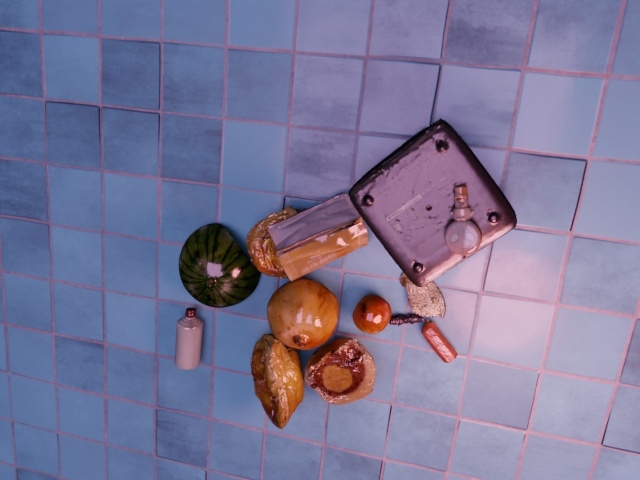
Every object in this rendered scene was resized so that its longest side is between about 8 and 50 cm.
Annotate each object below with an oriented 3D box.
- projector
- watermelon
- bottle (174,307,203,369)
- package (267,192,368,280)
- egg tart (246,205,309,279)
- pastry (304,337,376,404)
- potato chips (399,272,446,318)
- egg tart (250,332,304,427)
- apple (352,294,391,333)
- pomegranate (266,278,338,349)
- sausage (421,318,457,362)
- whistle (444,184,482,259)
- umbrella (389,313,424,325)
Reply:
[{"bbox_3d":[0.353,-0.124,1.638,0.395,0.242,0.405,-36,93,19],"label":"projector"},{"bbox_3d":[-0.409,0.113,1.906,0.330,0.189,0.331,2,98,12],"label":"watermelon"},{"bbox_3d":[-0.526,0.386,2.035,0.104,0.104,0.245,10,106,10],"label":"bottle"},{"bbox_3d":[0.006,0.008,1.718,0.311,0.165,0.221,-23,115,-3],"label":"package"},{"bbox_3d":[-0.119,0.002,1.842,0.296,0.132,0.297,-2,112,-5],"label":"egg tart"},{"bbox_3d":[0.078,0.471,1.893,0.256,0.170,0.237,-34,115,10],"label":"pastry"},{"bbox_3d":[0.365,0.199,1.819,0.209,0.026,0.142,32,95,6],"label":"potato chips"},{"bbox_3d":[-0.161,0.526,1.921,0.152,0.339,0.352,-9,75,-24],"label":"egg tart"},{"bbox_3d":[0.181,0.262,1.822,0.146,0.146,0.147,3,104,12],"label":"apple"},{"bbox_3d":[-0.064,0.264,1.813,0.264,0.264,0.265,3,104,12],"label":"pomegranate"},{"bbox_3d":[0.421,0.360,1.832,0.065,0.065,0.169,-37,93,18],"label":"sausage"},{"bbox_3d":[0.416,-0.052,1.490,0.107,0.057,0.220,-3,98,27],"label":"whistle"},{"bbox_3d":[0.306,0.290,1.855,0.143,0.040,0.037,-6,136,13],"label":"umbrella"}]
